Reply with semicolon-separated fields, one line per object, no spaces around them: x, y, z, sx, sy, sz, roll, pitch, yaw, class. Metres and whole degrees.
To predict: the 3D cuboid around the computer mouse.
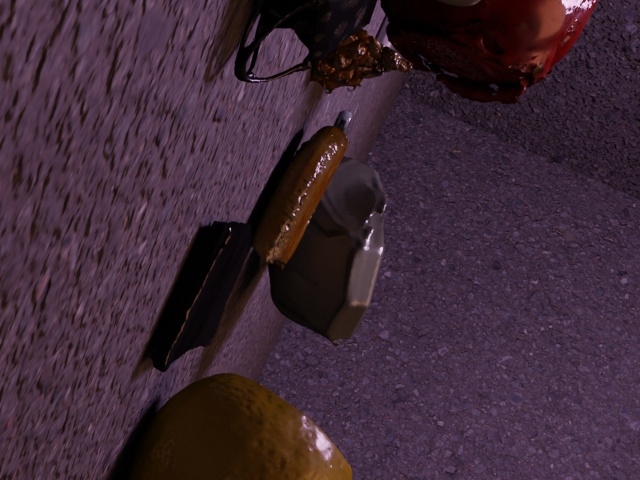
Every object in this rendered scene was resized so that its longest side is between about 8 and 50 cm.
-0.003;-0.002;1.797;0.429;0.145;0.228;-95;-160;-70;computer mouse

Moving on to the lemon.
-0.102;0.278;1.313;0.219;0.240;0.240;-50;171;-24;lemon

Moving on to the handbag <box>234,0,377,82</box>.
-0.019;-0.163;0.844;0.139;0.072;0.115;-50;172;-28;handbag

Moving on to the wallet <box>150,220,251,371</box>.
-0.111;0.048;1.211;0.285;0.030;0.146;-19;130;-88;wallet

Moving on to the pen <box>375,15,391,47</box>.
0.158;-0.449;2.115;0.033;0.033;0.269;37;77;-88;pen

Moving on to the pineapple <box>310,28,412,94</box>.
0.048;-0.214;1.391;0.114;0.114;0.077;118;-19;-47;pineapple

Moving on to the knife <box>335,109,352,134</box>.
0.031;-0.176;2.130;0.162;0.023;0.044;108;4;-65;knife

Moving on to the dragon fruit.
0.214;-0.338;1.586;0.295;0.295;0.302;108;-7;-69;dragon fruit

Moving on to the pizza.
-0.038;-0.044;1.544;0.292;0.058;0.197;-61;176;-46;pizza

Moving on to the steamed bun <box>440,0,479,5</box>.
0.147;-0.361;1.309;0.200;0.155;0.250;-63;-176;-1;steamed bun
